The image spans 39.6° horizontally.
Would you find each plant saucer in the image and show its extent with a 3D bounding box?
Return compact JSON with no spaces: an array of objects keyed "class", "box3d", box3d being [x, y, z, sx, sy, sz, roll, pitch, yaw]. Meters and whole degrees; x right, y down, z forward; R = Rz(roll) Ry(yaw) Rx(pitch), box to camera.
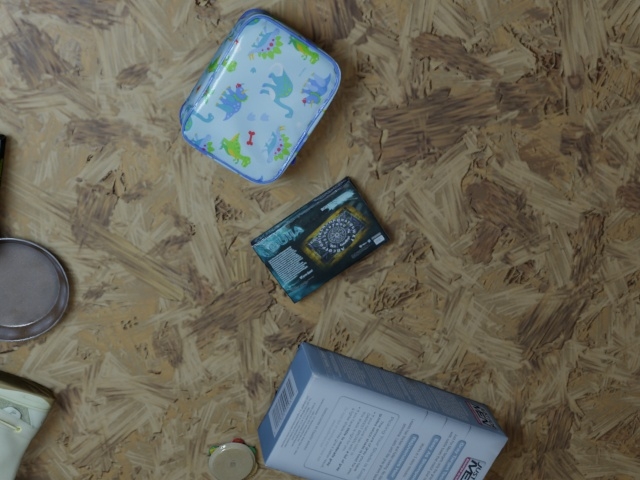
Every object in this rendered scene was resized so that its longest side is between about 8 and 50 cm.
[{"class":"plant saucer","box3d":[-0.463,0.071,1.333,0.169,0.029,0.168,-4,110,-10]}]

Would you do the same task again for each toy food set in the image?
[{"class":"toy food set","box3d":[-0.150,0.378,1.521,0.083,0.020,0.082,-11,113,-7]}]

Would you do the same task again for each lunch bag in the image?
[{"class":"lunch bag","box3d":[-0.085,-0.201,1.271,0.176,0.090,0.219,29,103,-19]}]

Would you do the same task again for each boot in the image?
[{"class":"boot","box3d":[-0.561,0.283,1.339,0.262,0.095,0.203,23,89,-25]}]

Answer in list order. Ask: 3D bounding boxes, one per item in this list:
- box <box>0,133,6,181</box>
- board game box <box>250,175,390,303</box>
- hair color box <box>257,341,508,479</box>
[{"class":"box","box3d":[-0.548,-0.073,1.237,0.191,0.045,0.184,10,102,-10]},{"class":"board game box","box3d":[0.000,0.000,1.402,0.186,0.026,0.126,-34,113,3]},{"class":"hair color box","box3d":[0.104,0.328,1.505,0.375,0.113,0.185,22,105,-18]}]
